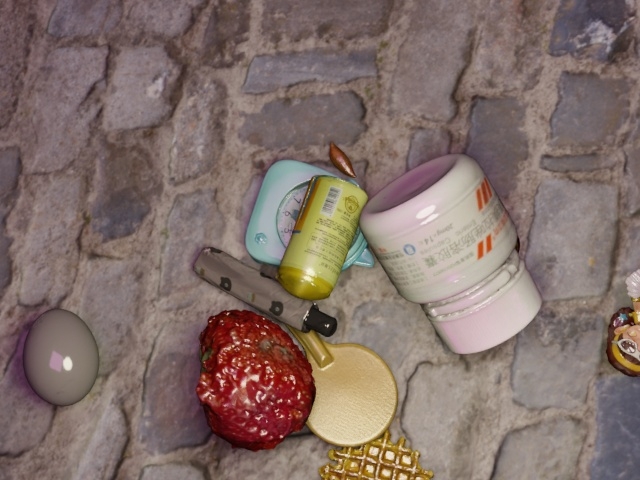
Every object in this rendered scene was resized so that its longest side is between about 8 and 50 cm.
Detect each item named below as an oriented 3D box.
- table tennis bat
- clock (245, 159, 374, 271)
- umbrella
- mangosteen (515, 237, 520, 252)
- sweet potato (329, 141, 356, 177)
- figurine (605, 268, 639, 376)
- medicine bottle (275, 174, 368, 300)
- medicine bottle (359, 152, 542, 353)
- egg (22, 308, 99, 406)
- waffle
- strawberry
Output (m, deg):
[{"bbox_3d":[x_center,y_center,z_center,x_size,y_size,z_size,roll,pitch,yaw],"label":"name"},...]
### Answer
[{"bbox_3d":[0.021,0.259,1.712,0.198,0.050,0.320,-32,71,-9],"label":"table tennis bat"},{"bbox_3d":[-0.006,-0.031,1.779,0.274,0.094,0.223,18,79,6],"label":"clock"},{"bbox_3d":[-0.113,0.106,1.729,0.337,0.067,0.073,26,90,25],"label":"umbrella"},{"bbox_3d":[0.366,0.008,1.750,0.081,0.081,0.080,-1,76,4],"label":"mangosteen"},{"bbox_3d":[0.044,-0.168,1.837,0.034,0.034,0.095,-33,76,-4],"label":"sweet potato"},{"bbox_3d":[0.644,0.156,1.676,0.175,0.116,0.240,34,75,9],"label":"figurine"},{"bbox_3d":[0.000,0.000,1.661,0.124,0.124,0.238,20,78,8],"label":"medicine bottle"},{"bbox_3d":[0.250,0.027,1.624,0.256,0.256,0.324,-33,103,-4],"label":"medicine bottle"},{"bbox_3d":[-0.519,0.232,1.721,0.147,0.146,0.198,-10,69,1],"label":"egg"},{"bbox_3d":[0.109,0.490,1.666,0.229,0.051,0.231,-29,75,-3],"label":"waffle"},{"bbox_3d":[-0.119,0.269,1.628,0.221,0.274,0.274,-2,76,0],"label":"strawberry"}]
